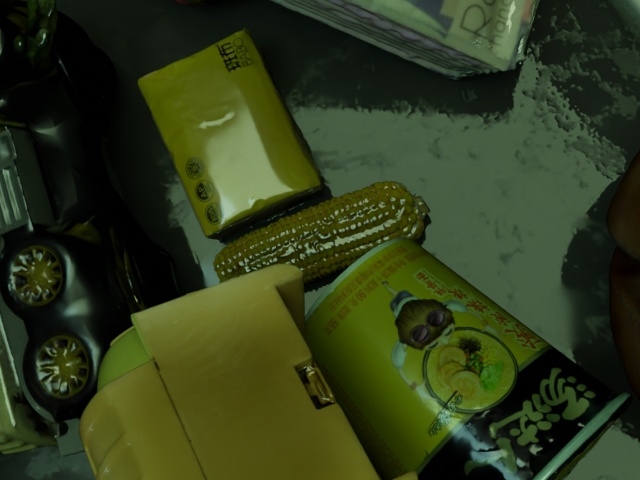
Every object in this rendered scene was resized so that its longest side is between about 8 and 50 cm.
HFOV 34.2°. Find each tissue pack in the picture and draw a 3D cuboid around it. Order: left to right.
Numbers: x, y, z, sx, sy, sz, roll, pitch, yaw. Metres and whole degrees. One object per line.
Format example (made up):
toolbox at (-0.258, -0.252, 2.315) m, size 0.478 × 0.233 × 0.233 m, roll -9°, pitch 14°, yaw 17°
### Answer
tissue pack at (-0.082, -0.096, 0.968) m, size 0.120 × 0.082 × 0.169 m, roll -25°, pitch 80°, yaw 2°
tissue pack at (0.042, -0.303, 0.887) m, size 0.343 × 0.125 × 0.242 m, roll 17°, pitch 84°, yaw -27°

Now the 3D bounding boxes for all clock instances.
clock at (-0.051, 0.204, 0.813) m, size 0.200 × 0.317 × 0.244 m, roll -21°, pitch 56°, yaw -9°

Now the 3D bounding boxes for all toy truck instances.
toy truck at (-0.276, -0.003, 0.932) m, size 0.254 × 0.180 × 0.405 m, roll -20°, pitch 83°, yaw 19°

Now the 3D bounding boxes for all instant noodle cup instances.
instant noodle cup at (0.105, 0.127, 0.868) m, size 0.215 × 0.215 × 0.236 m, roll -44°, pitch 70°, yaw 0°

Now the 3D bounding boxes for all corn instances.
corn at (0.000, 0.000, 0.953) m, size 0.207 × 0.068 × 0.068 m, roll -19°, pitch 81°, yaw 5°

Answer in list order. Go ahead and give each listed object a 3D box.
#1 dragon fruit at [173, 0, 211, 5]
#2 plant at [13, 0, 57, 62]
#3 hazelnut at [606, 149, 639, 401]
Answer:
dragon fruit at (-0.133, -0.305, 0.957) m, size 0.160 × 0.172 × 0.166 m, roll -25°, pitch 79°, yaw 3°
plant at (-0.284, -0.299, 0.890) m, size 0.180 × 0.251 × 0.333 m, roll 5°, pitch 85°, yaw -3°
hazelnut at (0.407, -0.001, 0.783) m, size 0.409 × 0.359 × 0.359 m, roll -41°, pitch 80°, yaw -9°
